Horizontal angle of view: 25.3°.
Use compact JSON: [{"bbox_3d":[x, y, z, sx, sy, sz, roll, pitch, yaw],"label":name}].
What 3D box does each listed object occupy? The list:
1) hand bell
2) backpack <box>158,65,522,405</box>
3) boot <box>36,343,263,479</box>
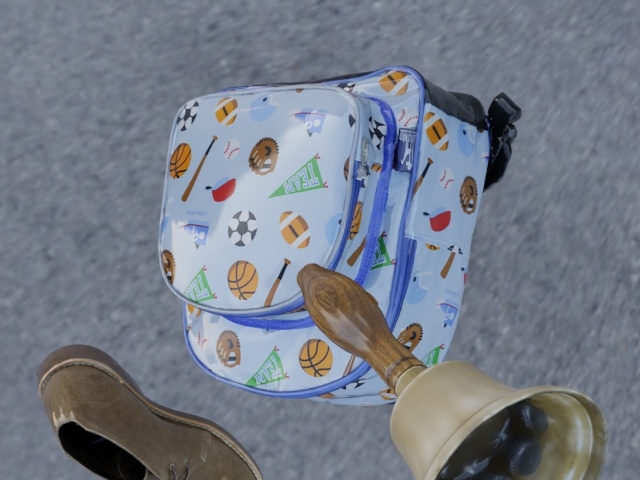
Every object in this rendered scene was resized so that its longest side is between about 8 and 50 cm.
[{"bbox_3d":[0.049,0.077,0.860,0.242,0.126,0.126,44,124,48],"label":"hand bell"},{"bbox_3d":[0.000,0.000,1.139,0.276,0.213,0.263,-1,85,42],"label":"backpack"},{"bbox_3d":[-0.168,0.231,1.459,0.112,0.115,0.305,-40,127,14],"label":"boot"}]
